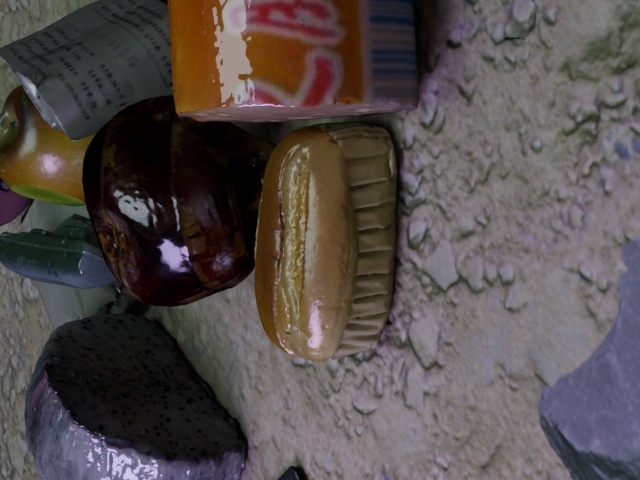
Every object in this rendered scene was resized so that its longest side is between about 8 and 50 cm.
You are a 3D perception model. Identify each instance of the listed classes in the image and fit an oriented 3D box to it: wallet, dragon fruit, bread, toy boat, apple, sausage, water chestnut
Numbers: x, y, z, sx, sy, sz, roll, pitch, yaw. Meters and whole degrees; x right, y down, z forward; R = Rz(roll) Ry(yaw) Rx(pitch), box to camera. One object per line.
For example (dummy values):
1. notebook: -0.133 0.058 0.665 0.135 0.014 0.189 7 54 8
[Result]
1. wallet: -0.309 -0.002 1.959 0.335 0.068 0.274 -52 52 50
2. dragon fruit: -0.247 0.244 1.787 0.283 0.204 0.221 50 134 39
3. bread: 0.000 0.000 1.480 0.140 0.106 0.236 20 111 54
4. toy boat: -0.326 0.009 1.855 0.260 0.078 0.085 5 75 53
5. apple: -0.313 -0.121 1.785 0.163 0.147 0.146 5 84 36
6. sausage: -0.029 -0.252 1.377 0.233 0.233 0.287 4 99 55
7. water chestnut: -0.131 -0.041 1.581 0.224 0.238 0.223 -13 -90 -83

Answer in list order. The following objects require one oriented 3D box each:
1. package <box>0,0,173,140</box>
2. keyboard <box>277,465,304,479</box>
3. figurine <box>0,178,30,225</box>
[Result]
1. package: -0.241 -0.213 1.712 0.251 0.204 0.062 45 153 44
2. keyboard: -0.098 0.385 1.747 0.381 0.041 0.103 -46 57 40
3. figurine: -0.476 -0.093 2.096 0.173 0.173 0.173 12 105 54
